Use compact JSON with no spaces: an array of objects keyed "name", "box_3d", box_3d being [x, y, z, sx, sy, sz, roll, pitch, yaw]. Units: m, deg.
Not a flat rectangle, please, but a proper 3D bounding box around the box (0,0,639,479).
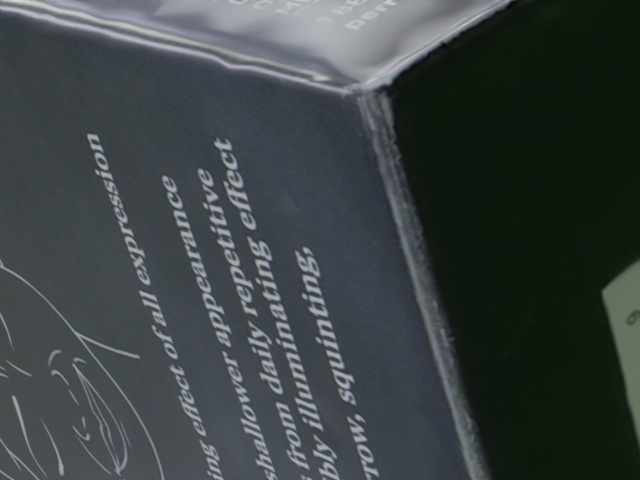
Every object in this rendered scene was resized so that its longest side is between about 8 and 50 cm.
[{"name":"box","box_3d":[0.000,0.000,0.632,0.212,0.395,0.294,-35,-57,-29]}]
